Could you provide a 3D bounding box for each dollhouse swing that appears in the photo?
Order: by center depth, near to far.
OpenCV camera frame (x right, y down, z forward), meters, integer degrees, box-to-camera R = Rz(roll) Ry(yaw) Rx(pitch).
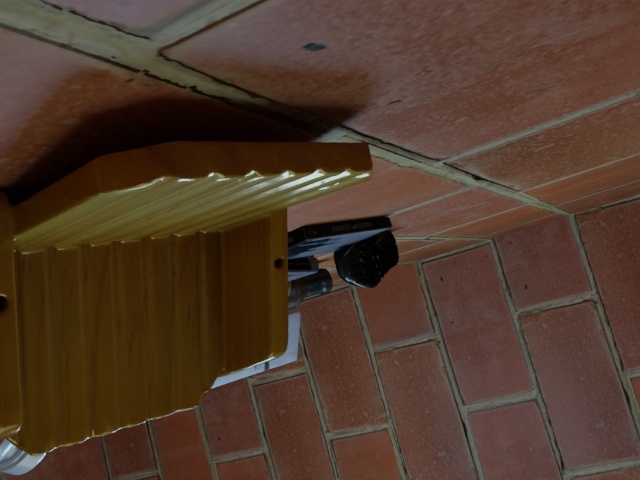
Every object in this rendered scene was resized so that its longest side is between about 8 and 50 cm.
[{"bbox_3d":[-0.132,0.065,0.688,0.305,0.314,0.347,6,-171,43],"label":"dollhouse swing"}]

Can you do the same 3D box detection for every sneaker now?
[{"bbox_3d":[0.078,0.054,1.605,0.124,0.107,0.283,-12,-178,26],"label":"sneaker"}]

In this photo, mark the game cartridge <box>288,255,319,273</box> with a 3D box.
[{"bbox_3d":[-0.139,0.076,1.601,0.196,0.060,0.294,-14,174,18],"label":"game cartridge"}]

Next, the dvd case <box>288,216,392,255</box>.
[{"bbox_3d":[0.000,0.000,1.394,0.239,0.029,0.179,-9,170,-44],"label":"dvd case"}]

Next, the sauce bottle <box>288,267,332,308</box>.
[{"bbox_3d":[-0.130,0.138,1.862,0.345,0.111,0.111,-12,172,-32],"label":"sauce bottle"}]

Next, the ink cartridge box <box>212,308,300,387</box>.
[{"bbox_3d":[-0.281,0.275,2.014,0.286,0.166,0.395,8,-174,31],"label":"ink cartridge box"}]

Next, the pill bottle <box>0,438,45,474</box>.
[{"bbox_3d":[-0.610,0.283,1.178,0.176,0.176,0.318,-19,140,24],"label":"pill bottle"}]
